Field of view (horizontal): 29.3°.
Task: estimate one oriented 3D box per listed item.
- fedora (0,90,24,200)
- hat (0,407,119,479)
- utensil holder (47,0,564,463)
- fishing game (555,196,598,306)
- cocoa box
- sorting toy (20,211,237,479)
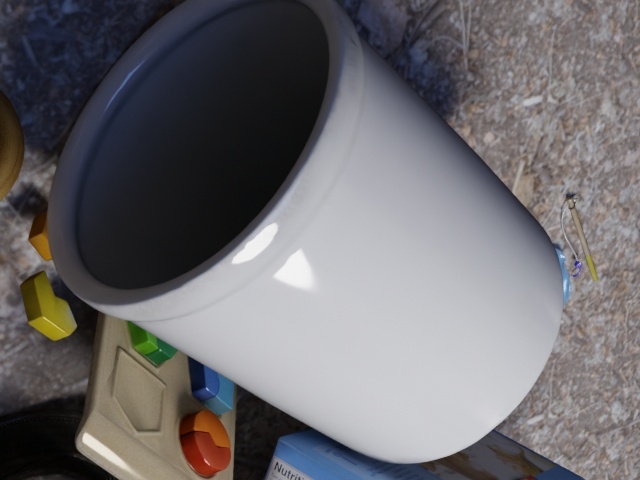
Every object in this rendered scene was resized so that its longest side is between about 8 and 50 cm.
[{"bbox_3d":[-0.344,-0.065,1.010,0.194,0.194,0.079,-16,157,-25],"label":"fedora"},{"bbox_3d":[-0.225,0.292,1.125,0.331,0.331,0.134,-15,161,-26],"label":"hat"},{"bbox_3d":[0.000,0.000,1.126,0.328,0.327,0.385,-51,130,-1],"label":"utensil holder"},{"bbox_3d":[0.233,0.078,1.485,0.264,0.041,0.189,-31,122,-16],"label":"fishing game"},{"bbox_3d":[0.097,0.333,1.329,0.347,0.231,0.228,-2,114,-58],"label":"cocoa box"},{"bbox_3d":[-0.168,0.116,1.162,0.041,0.229,0.307,-21,133,26],"label":"sorting toy"}]
